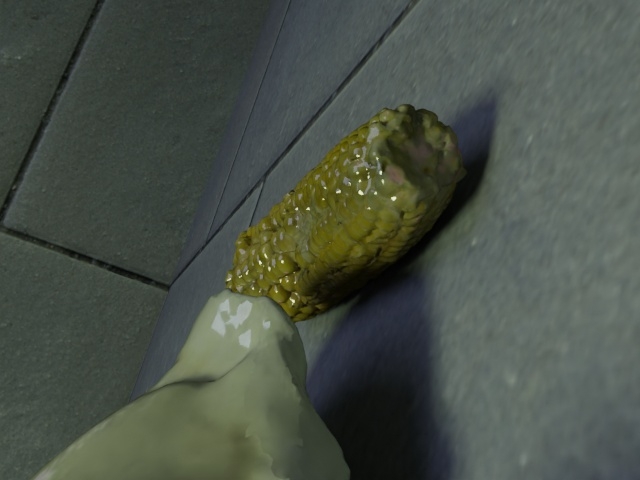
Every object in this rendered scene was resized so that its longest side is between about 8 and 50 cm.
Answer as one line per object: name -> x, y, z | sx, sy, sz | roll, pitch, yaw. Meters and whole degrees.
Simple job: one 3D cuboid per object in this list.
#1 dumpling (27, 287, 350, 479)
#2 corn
dumpling -> -0.097, 0.165, 0.399 | 0.243, 0.187, 0.318 | -90, 22, -48
corn -> 0.000, 0.000, 0.497 | 0.288, 0.086, 0.087 | 140, 148, -63
